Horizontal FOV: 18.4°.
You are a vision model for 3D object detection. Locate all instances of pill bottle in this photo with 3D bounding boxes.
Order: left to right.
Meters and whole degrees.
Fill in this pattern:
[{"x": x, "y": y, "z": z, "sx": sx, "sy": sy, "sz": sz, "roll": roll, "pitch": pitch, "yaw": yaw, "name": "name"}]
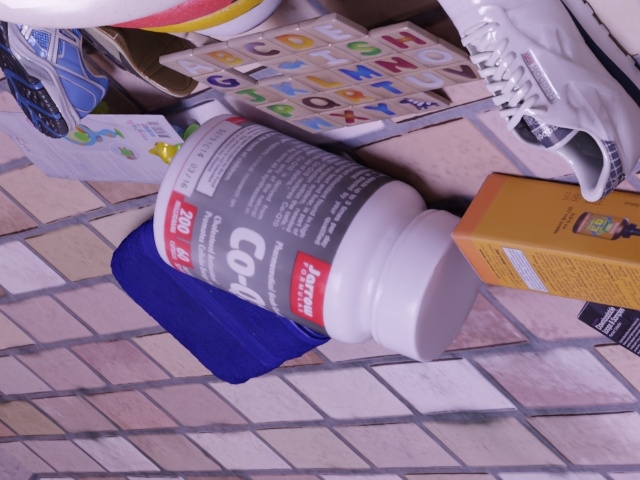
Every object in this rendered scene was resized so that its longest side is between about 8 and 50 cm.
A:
[{"x": 0.000, "y": 0.000, "z": 1.853, "sx": 0.283, "sy": 0.161, "sz": 0.161, "roll": 23, "pitch": 154, "yaw": 24, "name": "pill bottle"}]

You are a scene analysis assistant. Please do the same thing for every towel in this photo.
[{"x": -0.108, "y": 0.048, "z": 2.204, "sx": 0.227, "sy": 0.076, "sz": 0.308, "roll": 44, "pitch": 156, "yaw": -5, "name": "towel"}]

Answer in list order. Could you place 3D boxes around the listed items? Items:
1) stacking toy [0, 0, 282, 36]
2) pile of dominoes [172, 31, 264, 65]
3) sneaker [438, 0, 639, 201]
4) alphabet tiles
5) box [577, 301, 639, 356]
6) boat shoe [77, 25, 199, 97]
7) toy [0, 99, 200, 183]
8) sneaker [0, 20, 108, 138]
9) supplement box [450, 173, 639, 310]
[{"x": -0.106, "y": -0.268, "z": 1.428, "sx": 0.350, "sy": 0.351, "sz": 0.480, "roll": 27, "pitch": 176, "yaw": 16, "name": "stacking toy"}, {"x": -0.172, "y": -0.215, "z": 1.707, "sx": 0.196, "sy": 0.040, "sz": 0.251, "roll": 16, "pitch": -175, "yaw": -35, "name": "pile of dominoes"}, {"x": 0.158, "y": -0.134, "z": 1.485, "sx": 0.235, "sy": 0.095, "sz": 0.090, "roll": 42, "pitch": 157, "yaw": -13, "name": "sneaker"}, {"x": 0.018, "y": -0.138, "z": 1.643, "sx": 0.237, "sy": 0.009, "sz": 0.198, "roll": -8, "pitch": 159, "yaw": 41, "name": "alphabet tiles"}, {"x": 0.317, "y": 0.080, "z": 1.766, "sx": 0.162, "sy": 0.029, "sz": 0.116, "roll": 31, "pitch": 155, "yaw": 5, "name": "box"}, {"x": -0.176, "y": -0.187, "z": 1.868, "sx": 0.152, "sy": 0.056, "sz": 0.049, "roll": 42, "pitch": 162, "yaw": 6, "name": "boat shoe"}, {"x": -0.218, "y": -0.111, "z": 2.046, "sx": 0.237, "sy": 0.056, "sz": 0.137, "roll": 8, "pitch": 153, "yaw": 33, "name": "toy"}, {"x": -0.289, "y": -0.206, "z": 1.949, "sx": 0.080, "sy": 0.081, "sz": 0.211, "roll": -8, "pitch": 115, "yaw": 58, "name": "sneaker"}, {"x": 0.229, "y": 0.004, "z": 1.674, "sx": 0.233, "sy": 0.078, "sz": 0.080, "roll": 9, "pitch": 146, "yaw": 45, "name": "supplement box"}]
